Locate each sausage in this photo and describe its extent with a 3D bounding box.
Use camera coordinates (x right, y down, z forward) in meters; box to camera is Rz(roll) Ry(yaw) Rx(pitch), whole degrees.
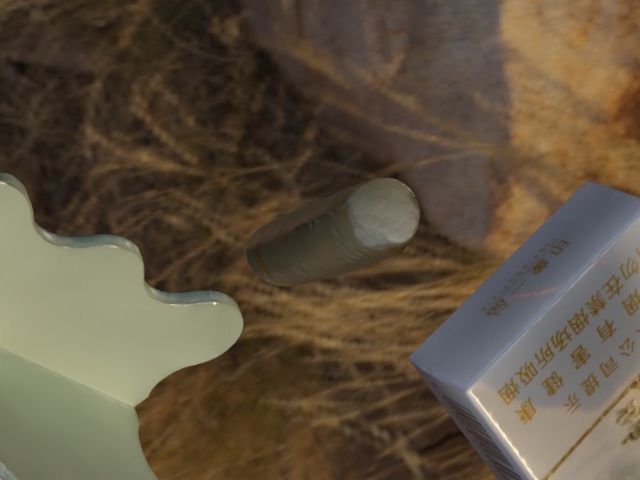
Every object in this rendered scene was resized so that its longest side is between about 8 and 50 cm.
[{"bbox_3d":[0.000,0.000,0.574,0.024,0.132,0.024,2,83,-15],"label":"sausage"}]

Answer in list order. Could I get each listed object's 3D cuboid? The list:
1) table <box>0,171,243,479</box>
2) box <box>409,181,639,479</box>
[{"bbox_3d":[-0.146,0.048,0.870,0.166,0.198,0.166,-16,60,31],"label":"table"},{"bbox_3d":[0.170,0.101,1.083,0.149,0.067,0.233,-43,120,-10],"label":"box"}]
